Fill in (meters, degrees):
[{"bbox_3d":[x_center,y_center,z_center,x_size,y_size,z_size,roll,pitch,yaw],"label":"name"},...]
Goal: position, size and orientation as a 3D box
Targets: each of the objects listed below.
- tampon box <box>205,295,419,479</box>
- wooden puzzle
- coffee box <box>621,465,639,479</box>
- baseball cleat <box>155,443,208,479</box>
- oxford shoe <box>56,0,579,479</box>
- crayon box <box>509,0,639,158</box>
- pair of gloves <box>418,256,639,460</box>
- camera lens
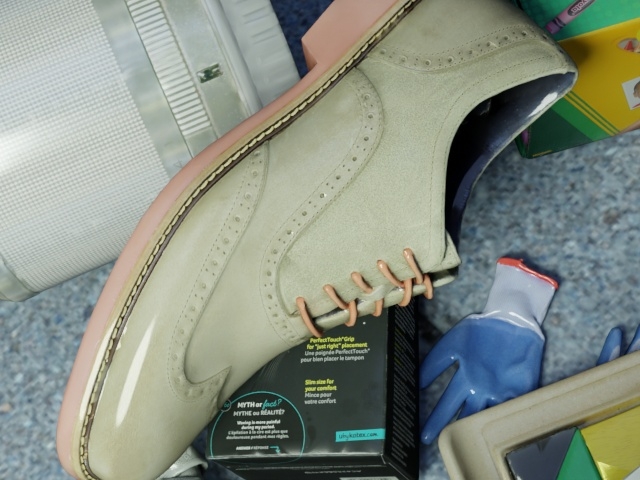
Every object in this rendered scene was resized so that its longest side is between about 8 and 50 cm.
[{"bbox_3d":[0.000,0.079,0.815,0.120,0.101,0.161,-4,67,16],"label":"tampon box"},{"bbox_3d":[0.222,0.182,0.769,0.238,0.044,0.221,-20,74,-2],"label":"wooden puzzle"},{"bbox_3d":[0.155,0.364,0.456,0.334,0.338,0.338,-32,35,-22],"label":"coffee box"},{"bbox_3d":[-0.071,0.189,0.803,0.206,0.072,0.109,7,65,7],"label":"baseball cleat"},{"bbox_3d":[0.000,0.000,0.715,0.146,0.140,0.397,34,83,20],"label":"oxford shoe"},{"bbox_3d":[0.268,-0.164,0.856,0.278,0.165,0.081,-16,66,0],"label":"crayon box"},{"bbox_3d":[0.169,0.105,0.834,0.198,0.023,0.159,23,72,16],"label":"pair of gloves"},{"bbox_3d":[-0.161,-0.097,0.852,0.274,0.219,0.219,-23,66,-3],"label":"camera lens"}]
